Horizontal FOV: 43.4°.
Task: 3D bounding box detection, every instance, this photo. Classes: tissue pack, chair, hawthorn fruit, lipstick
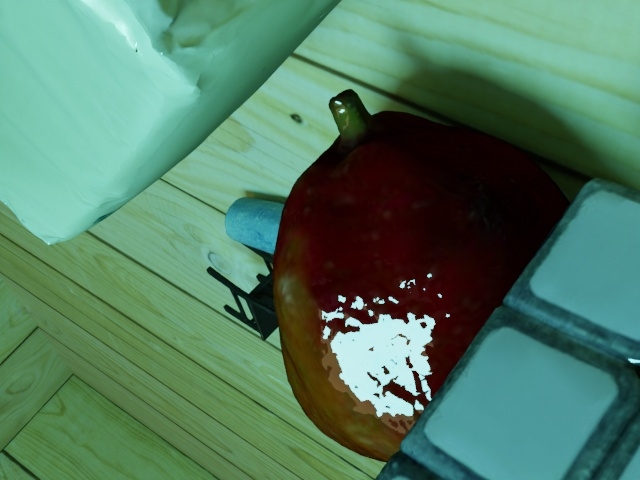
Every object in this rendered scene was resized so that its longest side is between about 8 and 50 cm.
[{"bbox_3d":[-0.100,-0.183,0.504,0.207,0.297,0.380,47,155,-9],"label":"tissue pack"},{"bbox_3d":[-0.049,0.088,1.091,0.212,0.084,0.101,28,151,35],"label":"chair"},{"bbox_3d":[0.082,0.020,0.643,0.265,0.265,0.307,-2,115,54],"label":"hawthorn fruit"},{"bbox_3d":[0.000,0.000,0.924,0.274,0.061,0.068,15,143,42],"label":"lipstick"}]

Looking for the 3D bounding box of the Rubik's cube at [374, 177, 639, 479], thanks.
[{"bbox_3d":[0.226,0.197,0.434,0.303,0.301,0.305,27,162,44],"label":"Rubik's cube"}]
